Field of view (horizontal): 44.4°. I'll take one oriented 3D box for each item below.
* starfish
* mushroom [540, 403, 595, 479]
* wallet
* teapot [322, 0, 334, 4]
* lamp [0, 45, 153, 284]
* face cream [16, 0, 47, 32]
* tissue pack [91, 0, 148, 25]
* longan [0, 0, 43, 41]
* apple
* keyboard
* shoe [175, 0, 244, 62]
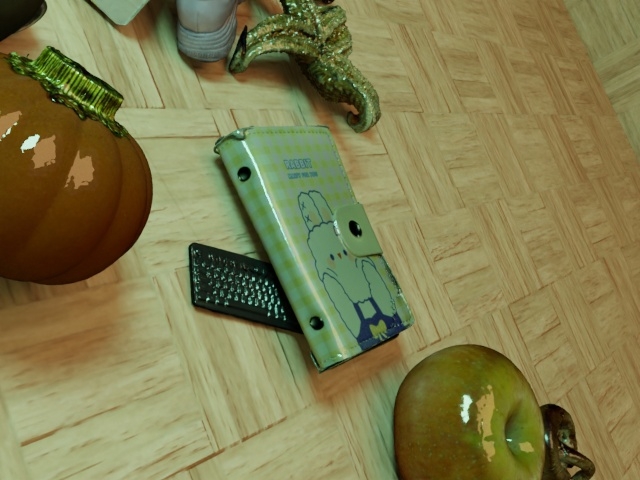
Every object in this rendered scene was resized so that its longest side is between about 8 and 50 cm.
[{"bbox_3d":[-0.013,-0.274,1.167,0.303,0.113,0.312,-3,61,-55],"label":"starfish"},{"bbox_3d":[0.390,0.349,1.292,0.170,0.080,0.135,49,50,-20],"label":"mushroom"},{"bbox_3d":[0.000,0.000,1.007,0.223,0.077,0.309,-10,72,-59],"label":"wallet"},{"bbox_3d":[-0.004,-0.434,1.333,0.067,0.045,0.100,58,11,32],"label":"teapot"},{"bbox_3d":[-0.246,-0.059,0.646,0.223,0.196,0.223,35,6,-4],"label":"lamp"},{"bbox_3d":[-0.368,-0.343,0.782,0.073,0.073,0.283,-27,89,-55],"label":"face cream"},{"bbox_3d":[-0.231,-0.351,0.939,0.106,0.099,0.148,39,41,-24],"label":"tissue pack"},{"bbox_3d":[-0.340,-0.259,0.634,0.246,0.215,0.246,4,56,-6],"label":"longan"},{"bbox_3d":[0.186,0.257,1.018,0.210,0.173,0.234,44,47,-33],"label":"apple"},{"bbox_3d":[-0.060,0.065,0.957,0.251,0.017,0.087,21,53,-43],"label":"keyboard"},{"bbox_3d":[-0.129,-0.360,1.013,0.095,0.137,0.245,14,61,-2],"label":"shoe"}]
